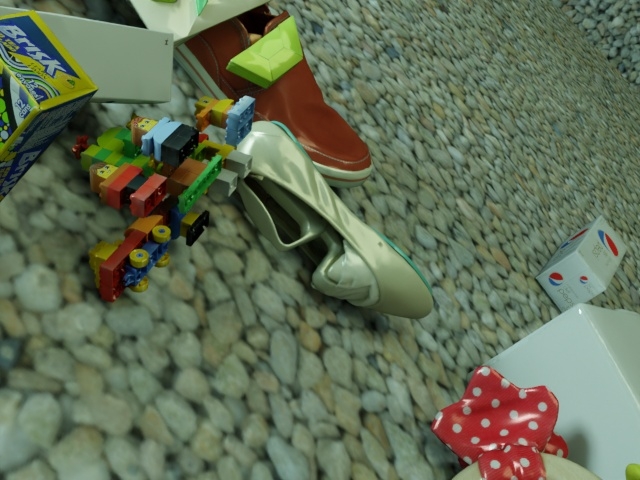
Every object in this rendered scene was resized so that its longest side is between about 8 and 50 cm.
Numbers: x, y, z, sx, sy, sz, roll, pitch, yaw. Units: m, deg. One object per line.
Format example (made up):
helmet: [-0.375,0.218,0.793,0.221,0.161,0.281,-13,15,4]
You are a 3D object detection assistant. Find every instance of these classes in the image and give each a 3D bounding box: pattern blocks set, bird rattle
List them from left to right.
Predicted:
pattern blocks set: [-0.121,-0.270,0.811,0.285,0.026,0.325,45,62,-9]
bird rattle: [0.178,0.221,0.702,0.207,0.143,0.253,-33,51,-33]

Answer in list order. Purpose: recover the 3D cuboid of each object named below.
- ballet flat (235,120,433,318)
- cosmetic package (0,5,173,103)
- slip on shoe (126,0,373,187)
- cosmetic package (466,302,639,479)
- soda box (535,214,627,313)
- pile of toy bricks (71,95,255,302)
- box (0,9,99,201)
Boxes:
ballet flat: [0.000,0.000,0.804,0.248,0.086,0.086,46,31,-4]
cosmetic package: [-0.221,-0.131,0.611,0.239,0.098,0.061,-9,104,-55]
slip on shoe: [-0.060,-0.184,0.888,0.331,0.101,0.123,46,29,-10]
cosmetic package: [0.345,0.300,0.834,0.230,0.161,0.453,14,46,-45]
soda box: [0.387,0.032,1.266,0.069,0.074,0.216,52,30,4]
pile of toy bricks: [-0.137,-0.059,0.668,0.105,0.118,0.212,20,39,11]
box: [-0.202,-0.049,0.485,0.059,0.169,0.054,50,29,-2]
